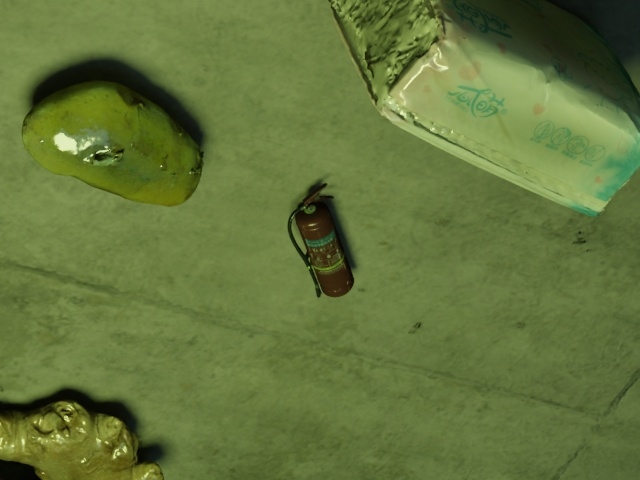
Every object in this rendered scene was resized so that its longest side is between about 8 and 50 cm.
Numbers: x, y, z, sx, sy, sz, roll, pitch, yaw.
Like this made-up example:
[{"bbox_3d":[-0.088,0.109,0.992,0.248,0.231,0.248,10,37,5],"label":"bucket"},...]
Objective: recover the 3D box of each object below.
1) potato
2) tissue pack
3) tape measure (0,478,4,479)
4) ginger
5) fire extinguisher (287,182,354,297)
[{"bbox_3d":[-0.186,-0.086,1.682,0.188,0.085,0.105,28,120,-38],"label":"potato"},{"bbox_3d":[0.158,-0.155,1.641,0.271,0.201,0.124,21,119,-31],"label":"tissue pack"},{"bbox_3d":[-0.375,0.348,1.952,0.231,0.149,0.245,-10,132,14],"label":"tape measure"},{"bbox_3d":[-0.266,0.224,1.936,0.137,0.074,0.213,-35,124,15],"label":"ginger"},{"bbox_3d":[0.000,0.000,1.838,0.056,0.039,0.132,-26,132,-5],"label":"fire extinguisher"}]
